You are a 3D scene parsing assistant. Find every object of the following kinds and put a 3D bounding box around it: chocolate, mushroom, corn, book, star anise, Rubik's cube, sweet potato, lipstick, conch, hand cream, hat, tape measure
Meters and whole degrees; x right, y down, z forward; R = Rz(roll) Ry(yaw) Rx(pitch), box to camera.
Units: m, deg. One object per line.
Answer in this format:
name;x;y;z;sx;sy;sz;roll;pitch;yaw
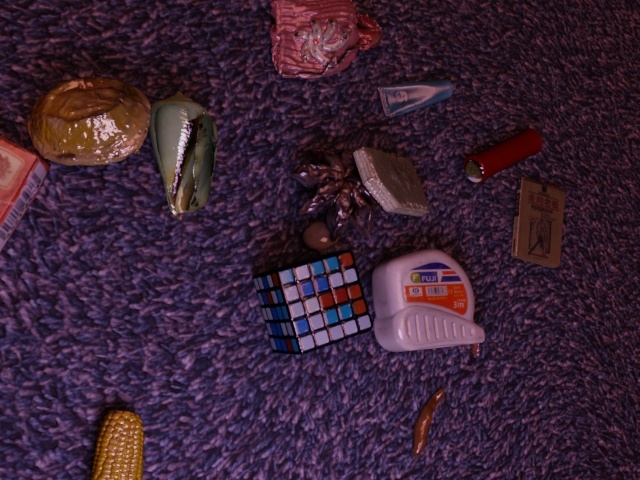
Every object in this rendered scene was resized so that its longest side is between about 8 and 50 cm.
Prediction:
chocolate;-0.662;-0.105;1.118;0.234;0.108;0.238;29;74;-16
mushroom;0.000;0.000;1.419;0.085;0.085;0.079;-18;133;-24
corn;-0.390;0.480;1.160;0.106;0.106;0.306;6;80;-23
book;0.612;-0.050;1.709;0.161;0.026;0.231;13;78;-21
star anise;0.056;-0.120;1.402;0.236;0.109;0.223;41;44;-11
Rubik's cube;-0.020;0.132;1.324;0.187;0.184;0.182;-15;89;-26
sweet potato;0.255;0.438;1.481;0.044;0.044;0.179;32;66;-17
lipstick;0.495;-0.232;1.654;0.241;0.080;0.080;-27;94;-24
conch;-0.276;-0.184;1.272;0.143;0.137;0.251;-14;84;-2
hand cream;0.256;-0.382;1.592;0.224;0.048;0.083;-17;93;-20
hat;0.019;-0.505;1.466;0.286;0.107;0.237;-2;94;-19
tape measure;0.251;0.155;1.473;0.258;0.130;0.266;0;78;-26

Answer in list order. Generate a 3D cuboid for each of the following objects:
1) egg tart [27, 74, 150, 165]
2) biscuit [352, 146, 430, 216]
egg tart;-0.453;-0.248;1.184;0.252;0.098;0.232;24;62;12
biscuit;0.172;-0.137;1.437;0.252;0.052;0.150;4;65;-55
